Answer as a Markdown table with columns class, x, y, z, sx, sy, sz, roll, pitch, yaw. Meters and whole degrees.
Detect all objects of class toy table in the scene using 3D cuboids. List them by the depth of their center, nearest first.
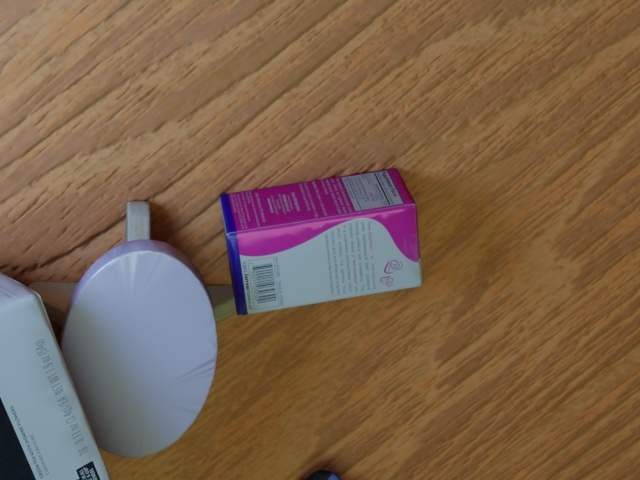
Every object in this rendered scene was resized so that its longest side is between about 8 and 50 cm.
| class | x | y | z | sx | sy | sz | roll | pitch | yaw |
| --- | --- | --- | --- | --- | --- | --- | --- | --- | --- |
| toy table | -0.212 | 0.096 | 1.587 | 0.252 | 0.161 | 0.274 | 12 | 115 | -17 |

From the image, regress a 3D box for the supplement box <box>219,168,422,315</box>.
| class | x | y | z | sx | sy | sz | roll | pitch | yaw |
| --- | --- | --- | --- | --- | --- | --- | --- | --- | --- |
| supplement box | 0.000 | 0.000 | 1.603 | 0.220 | 0.114 | 0.111 | -8 | 117 | -5 |

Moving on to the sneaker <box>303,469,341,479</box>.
| class | x | y | z | sx | sy | sz | roll | pitch | yaw |
| --- | --- | --- | --- | --- | --- | --- | --- | --- | --- |
| sneaker | 0.072 | 0.439 | 1.854 | 0.147 | 0.130 | 0.330 | -35 | 112 | -22 |

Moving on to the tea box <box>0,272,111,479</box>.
| class | x | y | z | sx | sy | sz | roll | pitch | yaw |
| --- | --- | --- | --- | --- | --- | --- | --- | --- | --- |
| tea box | -0.422 | 0.246 | 1.473 | 0.323 | 0.220 | 0.329 | -28 | 112 | -24 |
